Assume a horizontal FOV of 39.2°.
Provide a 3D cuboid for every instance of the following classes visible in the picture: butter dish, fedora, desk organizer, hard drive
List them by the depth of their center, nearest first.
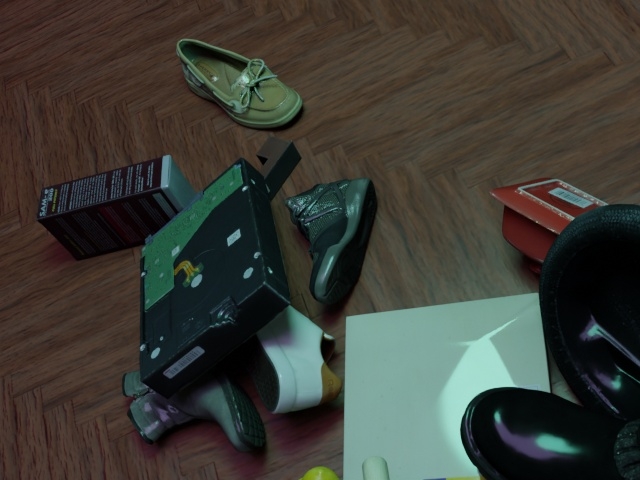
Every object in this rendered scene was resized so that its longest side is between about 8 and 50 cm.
[{"bbox_3d":[0.425,0.100,1.064,0.152,0.334,0.334,-19,44,-35],"label":"fedora"},{"bbox_3d":[0.320,-0.006,1.236,0.159,0.118,0.160,-14,37,-41],"label":"butter dish"},{"bbox_3d":[-0.165,0.045,1.329,0.237,0.064,0.339,-39,33,15],"label":"hard drive"},{"bbox_3d":[-0.093,-0.111,1.507,0.050,0.047,0.130,20,67,34],"label":"desk organizer"}]

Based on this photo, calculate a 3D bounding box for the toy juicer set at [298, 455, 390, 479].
[{"bbox_3d":[0.021,0.359,1.045,0.329,0.089,0.209,-37,29,41],"label":"toy juicer set"}]

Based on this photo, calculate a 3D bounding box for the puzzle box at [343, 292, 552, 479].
[{"bbox_3d":[0.162,0.271,1.136,0.272,0.052,0.409,-8,57,16],"label":"puzzle box"}]

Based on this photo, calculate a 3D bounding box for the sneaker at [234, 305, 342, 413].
[{"bbox_3d":[-0.054,0.141,1.309,0.123,0.106,0.290,0,36,-25],"label":"sneaker"}]

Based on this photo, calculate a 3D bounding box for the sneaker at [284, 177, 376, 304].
[{"bbox_3d":[0.000,0.000,1.373,0.130,0.087,0.228,0,55,24],"label":"sneaker"}]

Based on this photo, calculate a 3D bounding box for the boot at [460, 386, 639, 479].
[{"bbox_3d":[0.328,0.208,0.944,0.347,0.260,0.131,22,57,15],"label":"boot"}]

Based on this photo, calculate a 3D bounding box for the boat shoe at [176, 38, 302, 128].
[{"bbox_3d":[-0.156,-0.285,1.622,0.285,0.089,0.105,25,69,33],"label":"boat shoe"}]

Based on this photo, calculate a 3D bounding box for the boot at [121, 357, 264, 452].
[{"bbox_3d":[-0.187,0.246,1.291,0.161,0.083,0.246,-38,45,0],"label":"boot"}]

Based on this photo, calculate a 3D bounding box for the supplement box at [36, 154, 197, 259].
[{"bbox_3d":[-0.335,-0.052,1.509,0.239,0.130,0.073,-13,53,12],"label":"supplement box"}]
